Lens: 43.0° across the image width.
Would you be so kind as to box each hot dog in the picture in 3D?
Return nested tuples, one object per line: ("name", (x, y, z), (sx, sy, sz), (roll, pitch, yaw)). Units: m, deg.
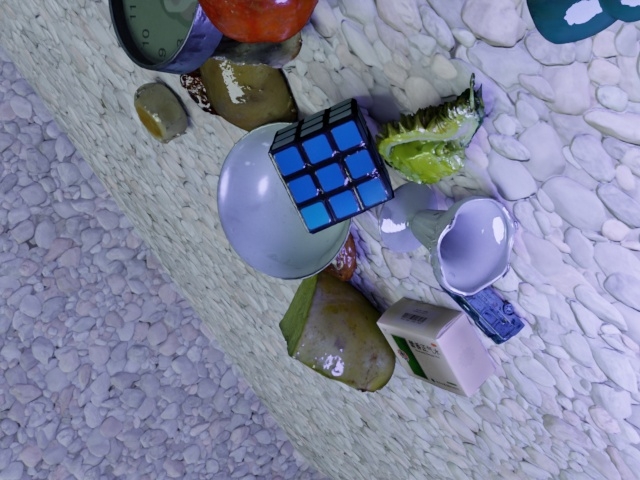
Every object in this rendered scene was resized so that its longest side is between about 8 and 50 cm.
("hot dog", (-0.002, 0.000, 1.824), (0.227, 0.099, 0.160), (39, 157, 23))

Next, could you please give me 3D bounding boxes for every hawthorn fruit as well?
("hawthorn fruit", (-0.089, -0.386, 1.204), (0.205, 0.205, 0.253), (41, 163, 21))

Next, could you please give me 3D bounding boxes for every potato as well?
("potato", (-0.177, -0.320, 1.619), (0.239, 0.116, 0.299), (27, 149, 54))
("potato", (0.072, 0.212, 1.954), (0.280, 0.212, 0.330), (27, -176, -9))

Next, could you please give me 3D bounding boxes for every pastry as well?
("pastry", (-0.414, -0.329, 2.098), (0.166, 0.088, 0.166), (42, 158, 21))

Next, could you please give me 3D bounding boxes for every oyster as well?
("oyster", (-0.170, -0.429, 1.427), (0.396, 0.111, 0.204), (26, 116, 37))

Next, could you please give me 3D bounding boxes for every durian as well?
("durian", (0.160, -0.151, 1.239), (0.132, 0.106, 0.375), (45, 164, -4))

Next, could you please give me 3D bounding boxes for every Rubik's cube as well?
("Rubik's cube", (0.020, -0.129, 1.377), (0.163, 0.162, 0.160), (-89, -25, -71))

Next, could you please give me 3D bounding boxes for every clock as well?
("clock", (-0.267, -0.448, 1.398), (0.319, 0.066, 0.319), (10, 103, 47))

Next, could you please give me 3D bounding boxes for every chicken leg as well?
("chicken leg", (-0.271, -0.366, 1.808), (0.093, 0.053, 0.205), (-24, 114, 45))

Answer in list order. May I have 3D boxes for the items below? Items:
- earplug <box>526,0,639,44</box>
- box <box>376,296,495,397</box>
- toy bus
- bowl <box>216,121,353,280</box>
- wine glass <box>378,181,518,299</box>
("earplug", (0.240, -0.320, 0.775), (0.280, 0.164, 0.257), (18, 108, 35))
("box", (0.243, 0.223, 1.730), (0.212, 0.095, 0.168), (9, 133, 59))
("toy bus", (0.293, 0.116, 1.482), (0.166, 0.065, 0.047), (46, 158, 11))
("bowl", (-0.043, -0.083, 1.650), (0.313, 0.146, 0.313), (5, 100, 28))
("wine glass", (0.198, -0.013, 1.330), (0.196, 0.165, 0.165), (27, 150, 52))
